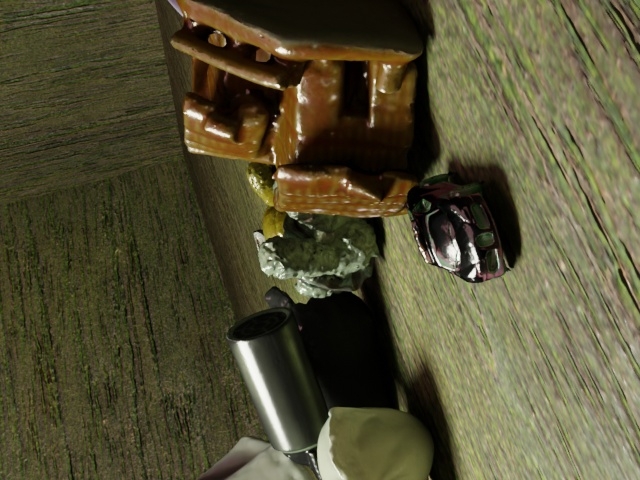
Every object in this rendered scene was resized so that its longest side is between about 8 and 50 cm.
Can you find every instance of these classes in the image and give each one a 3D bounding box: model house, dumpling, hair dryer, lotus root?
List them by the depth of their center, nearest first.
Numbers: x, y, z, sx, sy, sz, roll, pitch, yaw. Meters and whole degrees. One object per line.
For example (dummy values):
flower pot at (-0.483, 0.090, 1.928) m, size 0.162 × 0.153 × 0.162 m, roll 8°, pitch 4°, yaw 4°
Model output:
model house at (-0.022, -0.113, 0.924) m, size 0.220 × 0.199 × 0.229 m, roll -97°, pitch 3°, yaw -55°
dumpling at (0.067, 0.246, 1.140) m, size 0.229 × 0.124 × 0.151 m, roll 20°, pitch -136°, yaw -61°
hair dryer at (-0.060, 0.159, 1.277) m, size 0.248 × 0.077 × 0.196 m, roll -145°, pitch 34°, yaw -69°
lotus root at (-0.106, 0.019, 2.071) m, size 0.037 × 0.030 × 0.083 m, roll -147°, pitch 44°, yaw -85°

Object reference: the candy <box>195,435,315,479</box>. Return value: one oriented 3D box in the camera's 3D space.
candy at (-0.034, 0.423, 1.301) m, size 0.359 × 0.208 × 0.145 m, roll 50°, pitch 161°, yaw -10°

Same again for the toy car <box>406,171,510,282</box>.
toy car at (0.094, -0.007, 0.798) m, size 0.142 × 0.055 × 0.069 m, roll -146°, pitch 38°, yaw -78°

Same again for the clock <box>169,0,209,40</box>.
clock at (-0.076, -0.232, 1.231) m, size 0.198 × 0.064 × 0.172 m, roll 28°, pitch -163°, yaw -46°

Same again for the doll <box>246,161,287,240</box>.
doll at (-0.026, -0.071, 1.320) m, size 0.137 × 0.097 × 0.210 m, roll -24°, pitch -71°, yaw -61°

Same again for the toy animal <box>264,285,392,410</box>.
toy animal at (0.039, 0.205, 1.320) m, size 0.168 × 0.106 × 0.343 m, roll 23°, pitch 134°, yaw 68°

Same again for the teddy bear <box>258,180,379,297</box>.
teddy bear at (0.017, 0.001, 1.168) m, size 0.213 × 0.111 × 0.133 m, roll 36°, pitch -116°, yaw -68°
